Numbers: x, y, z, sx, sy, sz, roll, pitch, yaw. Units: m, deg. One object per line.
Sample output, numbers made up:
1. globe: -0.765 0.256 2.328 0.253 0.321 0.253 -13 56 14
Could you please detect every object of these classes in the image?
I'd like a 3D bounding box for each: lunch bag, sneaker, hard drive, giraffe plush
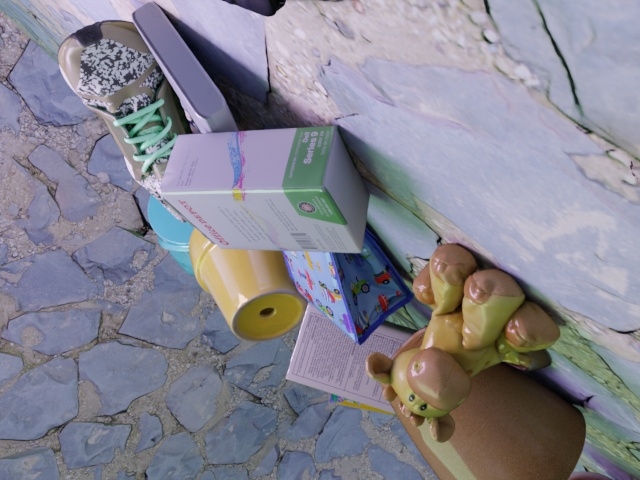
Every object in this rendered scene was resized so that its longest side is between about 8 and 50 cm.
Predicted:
1. lunch bag: 0.000 0.000 0.964 0.221 0.138 0.293 35 160 50
2. sneaker: -0.260 -0.165 0.899 0.182 0.158 0.410 57 172 25
3. hard drive: -0.157 -0.169 0.828 0.203 0.040 0.307 55 174 21
4. giraffe plush: 0.150 0.134 0.673 0.181 0.170 0.210 37 160 28

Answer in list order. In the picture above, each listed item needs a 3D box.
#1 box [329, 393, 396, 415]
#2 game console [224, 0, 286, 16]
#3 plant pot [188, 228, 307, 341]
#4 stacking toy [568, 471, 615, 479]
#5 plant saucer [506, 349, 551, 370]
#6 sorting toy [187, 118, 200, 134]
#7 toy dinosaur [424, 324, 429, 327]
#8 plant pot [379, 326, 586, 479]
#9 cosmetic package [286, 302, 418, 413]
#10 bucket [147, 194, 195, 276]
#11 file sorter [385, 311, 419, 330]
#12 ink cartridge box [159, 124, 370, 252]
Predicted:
1. box: 0.188 0.459 1.825 0.290 0.177 0.279 10 167 6
2. game console: -0.210 -0.250 0.416 0.293 0.173 0.250 35 169 36
3. plant pot: -0.139 0.075 1.218 0.254 0.254 0.239 50 -169 -46
4. stacking toy: 0.569 0.559 0.872 0.351 0.350 0.480 41 155 -2
5. plant saucer: 0.250 0.135 0.814 0.168 0.029 0.168 40 170 8
6. sorting toy: -0.217 -0.197 1.118 0.274 0.046 0.132 37 170 28
7. toy dinosaur: 0.238 0.208 0.990 0.268 0.064 0.118 2 121 20
8. plant pot: 0.224 0.260 0.874 0.254 0.237 0.237 43 171 1
9. cosmetic package: 0.104 0.235 1.115 0.310 0.160 0.113 18 -179 3
10. bucket: -0.284 -0.056 1.419 0.281 0.281 0.183 37 166 26
11. file sorter: 0.088 0.218 1.334 0.173 0.193 0.278 38 175 -7
12. ink cartridge box: -0.063 -0.057 0.695 0.213 0.093 0.154 -1 153 22
